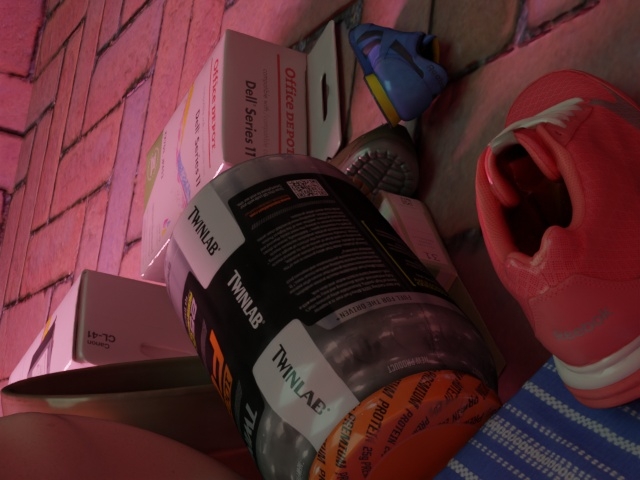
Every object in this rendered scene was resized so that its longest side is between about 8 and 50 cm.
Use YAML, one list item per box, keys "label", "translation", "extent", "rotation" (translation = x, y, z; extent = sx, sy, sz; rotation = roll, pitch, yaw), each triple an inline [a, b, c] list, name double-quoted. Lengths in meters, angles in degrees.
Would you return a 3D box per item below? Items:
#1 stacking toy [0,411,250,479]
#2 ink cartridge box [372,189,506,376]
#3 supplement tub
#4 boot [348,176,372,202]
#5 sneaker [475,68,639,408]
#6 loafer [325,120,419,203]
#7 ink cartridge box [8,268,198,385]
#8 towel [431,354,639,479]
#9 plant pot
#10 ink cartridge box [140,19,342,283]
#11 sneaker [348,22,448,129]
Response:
- label: "stacking toy"
  translation: [-0.215, 0.406, 0.928]
  extent: [0.480, 0.350, 0.351]
  rotation: [-66, 26, 17]
- label: "ink cartridge box"
  translation: [0.068, 0.089, 1.084]
  extent: [0.171, 0.056, 0.235]
  rotation: [-62, 25, 27]
- label: "supplement tub"
  translation: [0.010, 0.083, 0.945]
  extent: [0.316, 0.193, 0.194]
  rotation: [53, 126, 50]
- label: "boot"
  translation: [0.000, 0.000, 1.154]
  extent: [0.085, 0.059, 0.158]
  rotation: [-107, 37, -62]
- label: "sneaker"
  translation: [0.159, -0.044, 0.782]
  extent: [0.116, 0.136, 0.314]
  rotation: [-33, 30, 23]
- label: "loafer"
  translation: [0.021, -0.029, 1.228]
  extent: [0.251, 0.094, 0.087]
  rotation: [-42, 16, 38]
- label: "ink cartridge box"
  translation: [-0.246, 0.178, 1.514]
  extent: [0.306, 0.226, 0.131]
  rotation: [-47, 38, 47]
- label: "towel"
  translation: [0.145, 0.148, 0.698]
  extent: [0.336, 0.040, 0.243]
  rotation: [-44, 22, -8]
- label: "plant pot"
  translation: [-0.143, 0.266, 1.201]
  extent: [0.323, 0.323, 0.281]
  rotation: [178, 88, -65]
- label: "ink cartridge box"
  translation: [-0.106, -0.109, 1.487]
  extent: [0.353, 0.119, 0.207]
  rotation: [-48, 37, 48]
- label: "sneaker"
  translation: [0.081, -0.177, 1.202]
  extent: [0.082, 0.069, 0.209]
  rotation: [-32, 25, 8]
